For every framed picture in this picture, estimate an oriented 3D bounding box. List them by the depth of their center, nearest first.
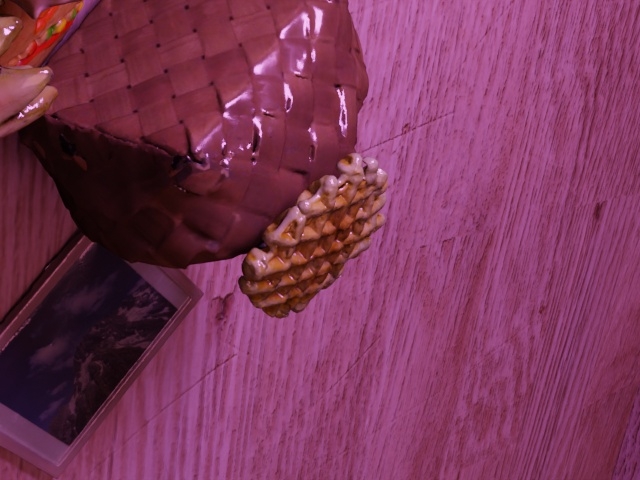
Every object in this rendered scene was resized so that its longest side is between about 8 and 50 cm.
[{"bbox_3d":[-0.270,0.115,1.161,0.281,0.019,0.209,-54,140,-11],"label":"framed picture"}]

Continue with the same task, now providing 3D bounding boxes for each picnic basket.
[{"bbox_3d":[-0.095,-0.092,1.028,0.337,0.293,0.337,-40,139,-47],"label":"picnic basket"}]

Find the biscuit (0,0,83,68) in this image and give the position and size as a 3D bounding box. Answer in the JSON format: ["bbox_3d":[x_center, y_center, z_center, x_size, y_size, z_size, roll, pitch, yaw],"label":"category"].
[{"bbox_3d":[-0.253,-0.191,0.916,0.239,0.041,0.212,-55,-173,21],"label":"biscuit"}]

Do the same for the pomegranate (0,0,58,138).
[{"bbox_3d":[-0.380,-0.076,0.761,0.358,0.216,0.310,-33,132,-17],"label":"pomegranate"}]

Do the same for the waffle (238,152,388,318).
[{"bbox_3d":[0.000,0.000,0.942,0.169,0.036,0.183,-45,161,-5],"label":"waffle"}]

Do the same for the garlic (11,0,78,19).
[{"bbox_3d":[-0.241,-0.320,0.779,0.143,0.112,0.318,-13,87,-34],"label":"garlic"}]
